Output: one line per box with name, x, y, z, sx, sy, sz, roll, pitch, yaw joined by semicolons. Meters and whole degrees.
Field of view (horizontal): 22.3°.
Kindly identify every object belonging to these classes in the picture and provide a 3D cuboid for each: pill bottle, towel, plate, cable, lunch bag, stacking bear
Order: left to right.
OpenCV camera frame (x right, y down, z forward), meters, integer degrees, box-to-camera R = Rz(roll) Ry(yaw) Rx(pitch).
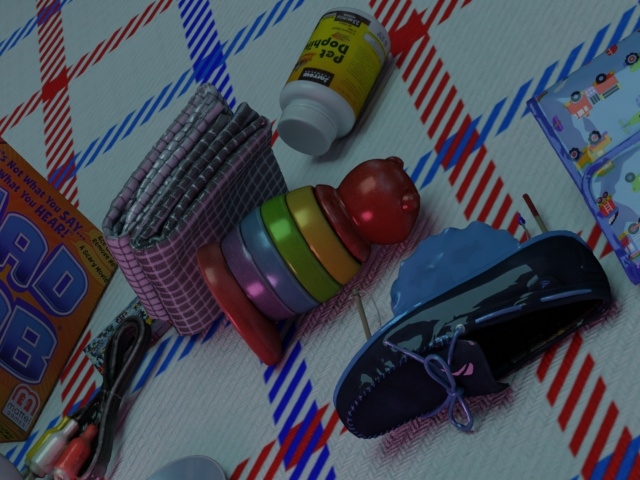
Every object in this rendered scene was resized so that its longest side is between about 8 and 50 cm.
cable;-0.310;0.227;2.236;0.139;0.072;0.287;8;66;51
plate;-0.186;0.351;2.022;0.188;0.024;0.188;-28;35;22
towel;-0.155;-0.037;2.237;0.121;0.235;0.284;24;67;28
stacking bear;0.000;0.000;2.114;0.289;0.164;0.175;-33;34;8
pill bottle;0.015;-0.231;2.389;0.117;0.117;0.215;-7;47;43
lunch bag;0.399;-0.092;1.832;0.221;0.138;0.293;-34;46;13

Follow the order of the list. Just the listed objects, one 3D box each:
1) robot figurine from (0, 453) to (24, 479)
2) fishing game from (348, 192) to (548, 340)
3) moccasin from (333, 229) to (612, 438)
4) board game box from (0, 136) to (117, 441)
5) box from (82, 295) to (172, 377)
robot figurine;-0.520;0.365;2.193;0.199;0.300;0.353;-9;5;-38
fishing game;0.169;0.059;1.964;0.264;0.041;0.189;-32;41;8
moccasin;0.166;0.116;1.809;0.342;0.138;0.117;-38;45;8
board game box;-0.600;0.068;2.488;0.356;0.356;0.357;-8;46;42
box;-0.277;0.137;2.365;0.137;0.027;0.094;-46;33;-4
